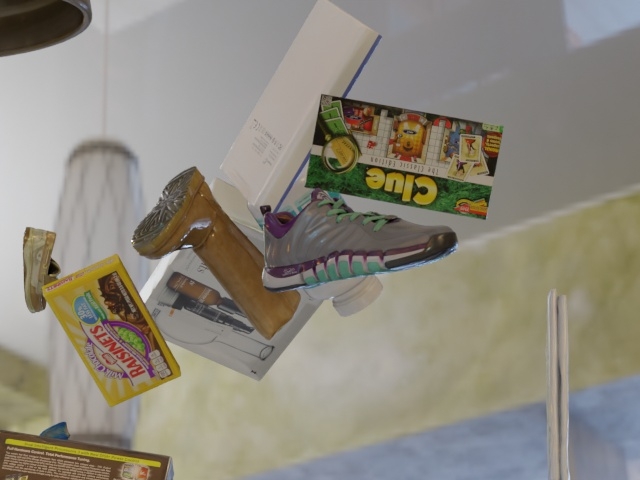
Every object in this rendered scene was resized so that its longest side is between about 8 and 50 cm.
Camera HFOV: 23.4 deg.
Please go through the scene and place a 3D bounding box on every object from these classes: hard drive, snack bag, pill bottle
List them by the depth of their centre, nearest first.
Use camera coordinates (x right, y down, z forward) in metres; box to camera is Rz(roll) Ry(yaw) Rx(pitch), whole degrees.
[{"bbox_3d":[-0.035,-0.210,2.387,0.040,0.210,0.318,27,-80,-27],"label":"hard drive"},{"bbox_3d":[0.393,0.280,2.554,0.037,0.323,0.342,-1,-20,7],"label":"snack bag"},{"bbox_3d":[0.000,0.000,2.648,0.146,0.146,0.264,-24,-73,34],"label":"pill bottle"}]

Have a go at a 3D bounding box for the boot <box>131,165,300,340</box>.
[{"bbox_3d":[-0.145,0.041,2.300,0.089,0.236,0.269,-27,-70,29],"label":"boot"}]

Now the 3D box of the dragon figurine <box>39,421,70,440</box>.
[{"bbox_3d":[-0.383,0.329,2.291,0.289,0.144,0.085,-34,-62,27],"label":"dragon figurine"}]

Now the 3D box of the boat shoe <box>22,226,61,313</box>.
[{"bbox_3d":[-0.352,0.041,1.960,0.045,0.050,0.135,2,-46,-4],"label":"boat shoe"}]

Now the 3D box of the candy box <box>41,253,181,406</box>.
[{"bbox_3d":[-0.264,0.117,1.970,0.105,0.027,0.206,-23,-54,2],"label":"candy box"}]

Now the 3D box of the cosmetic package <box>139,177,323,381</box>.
[{"bbox_3d":[-0.154,0.082,2.910,0.284,0.097,0.377,23,-46,-14],"label":"cosmetic package"}]

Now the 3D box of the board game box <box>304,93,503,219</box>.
[{"bbox_3d":[0.116,-0.116,2.157,0.260,0.136,0.030,10,4,3],"label":"board game box"}]

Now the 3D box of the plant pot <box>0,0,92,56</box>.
[{"bbox_3d":[-0.440,-0.384,1.820,0.323,0.280,0.323,-5,-6,-1],"label":"plant pot"}]

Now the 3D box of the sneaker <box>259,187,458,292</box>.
[{"bbox_3d":[0.028,-0.010,1.538,0.224,0.098,0.083,-11,-2,32],"label":"sneaker"}]

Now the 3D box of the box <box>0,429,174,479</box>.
[{"bbox_3d":[-0.302,0.309,1.588,0.270,0.216,0.060,8,-29,1],"label":"box"}]
